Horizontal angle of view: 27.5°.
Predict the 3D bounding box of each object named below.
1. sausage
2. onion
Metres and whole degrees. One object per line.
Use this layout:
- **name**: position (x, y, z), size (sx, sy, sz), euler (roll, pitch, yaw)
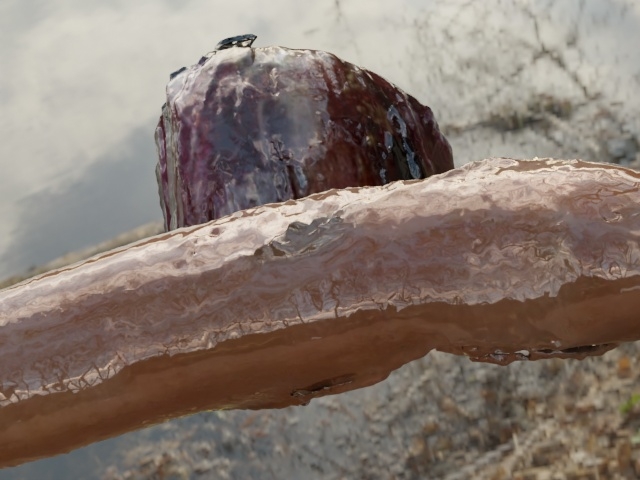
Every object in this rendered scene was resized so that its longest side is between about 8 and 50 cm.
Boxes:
- **sausage**: position (-0.012, 0.026, 0.503), size (0.326, 0.079, 0.087), euler (-13, 36, 12)
- **onion**: position (0.000, 0.000, 1.049), size (0.280, 0.314, 0.146), euler (-1, 18, -8)
